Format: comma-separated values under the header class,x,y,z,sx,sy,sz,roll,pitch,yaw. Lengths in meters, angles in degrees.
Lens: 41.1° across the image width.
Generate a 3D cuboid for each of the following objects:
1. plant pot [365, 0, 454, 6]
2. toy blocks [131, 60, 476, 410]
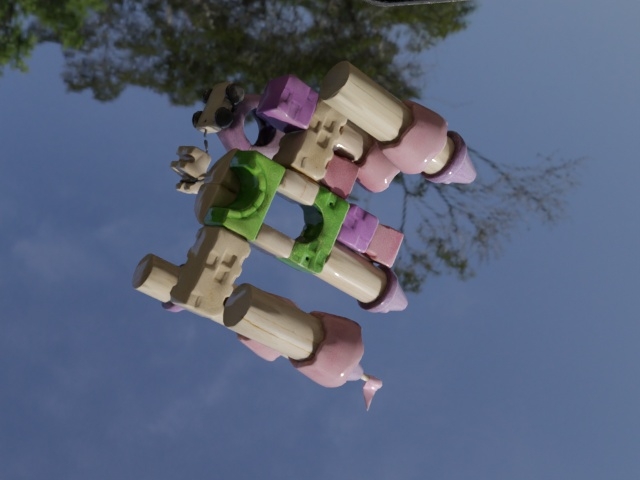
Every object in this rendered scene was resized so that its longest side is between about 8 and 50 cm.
class,x,y,z,sx,sy,sz,roll,pitch,yaw
plant pot,0.060,-0.221,0.360,0.188,0.167,0.187,8,170,41
toy blocks,0.000,0.000,0.902,0.260,0.288,0.309,29,167,-32
